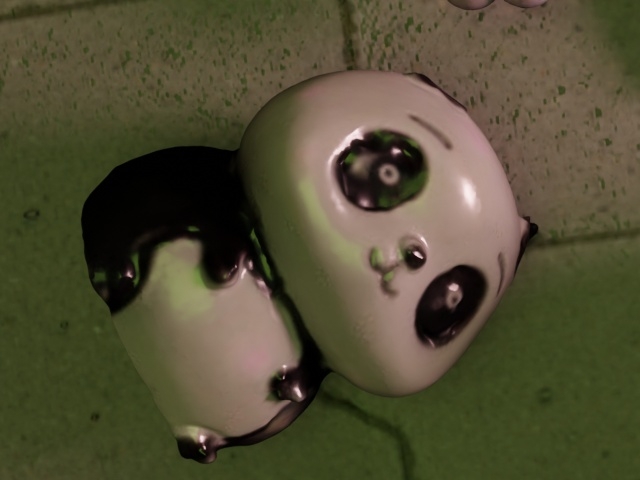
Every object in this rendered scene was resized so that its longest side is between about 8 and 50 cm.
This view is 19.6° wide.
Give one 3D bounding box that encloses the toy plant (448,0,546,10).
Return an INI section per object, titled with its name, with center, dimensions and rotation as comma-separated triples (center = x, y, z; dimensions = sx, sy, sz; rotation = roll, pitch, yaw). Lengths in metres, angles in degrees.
[toy plant]
center = 0.097, -0.253, 1.037
dimensions = 0.243, 0.112, 0.232
rotation = 31, 99, 14

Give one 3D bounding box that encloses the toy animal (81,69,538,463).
[toy animal]
center = -0.003, 0.005, 1.050
dimensions = 0.235, 0.165, 0.187
rotation = -21, 112, 13
